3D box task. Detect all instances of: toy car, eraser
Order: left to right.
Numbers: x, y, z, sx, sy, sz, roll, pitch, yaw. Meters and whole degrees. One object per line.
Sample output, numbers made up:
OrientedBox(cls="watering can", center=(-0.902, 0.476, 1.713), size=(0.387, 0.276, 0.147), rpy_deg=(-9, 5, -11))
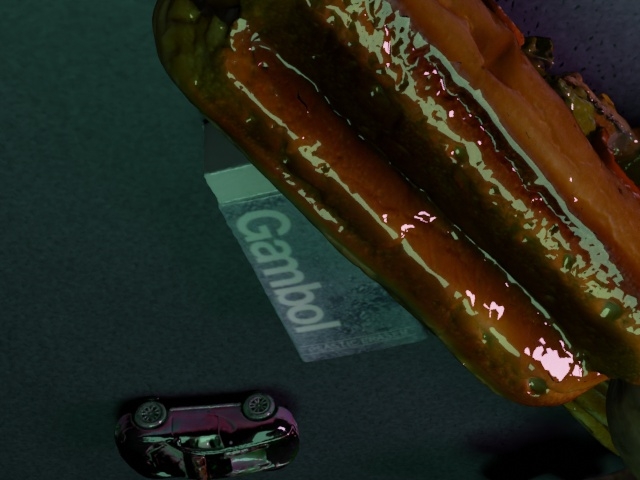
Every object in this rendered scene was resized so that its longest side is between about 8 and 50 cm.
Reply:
OrientedBox(cls="toy car", center=(-0.087, 0.156, 1.091), size=(0.142, 0.055, 0.069), rpy_deg=(-4, 139, 0))
OrientedBox(cls="eraser", center=(0.000, 0.000, 0.901), size=(0.091, 0.046, 0.212), rpy_deg=(-12, 142, 12))

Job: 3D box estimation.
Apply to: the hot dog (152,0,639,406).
OrientedBox(cls="hot dog", center=(0.069, -0.049, 0.752), size=(0.349, 0.117, 0.158), rpy_deg=(43, 135, -22))

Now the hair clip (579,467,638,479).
OrientedBox(cls="hair clip", center=(0.249, 0.199, 1.142), size=(0.257, 0.075, 0.146), rpy_deg=(-13, 179, 7))

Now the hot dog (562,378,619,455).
OrientedBox(cls="hot dog", center=(0.207, 0.097, 1.012), size=(0.076, 0.102, 0.249), rpy_deg=(-53, 135, -5))

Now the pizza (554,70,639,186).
OrientedBox(cls="pizza", center=(0.134, -0.044, 0.859), size=(0.184, 0.036, 0.176), rpy_deg=(-15, 143, 10))

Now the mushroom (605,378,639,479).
OrientedBox(cls="mushroom", center=(0.283, 0.062, 0.871), size=(0.254, 0.184, 0.255), rpy_deg=(-19, 154, -10))
